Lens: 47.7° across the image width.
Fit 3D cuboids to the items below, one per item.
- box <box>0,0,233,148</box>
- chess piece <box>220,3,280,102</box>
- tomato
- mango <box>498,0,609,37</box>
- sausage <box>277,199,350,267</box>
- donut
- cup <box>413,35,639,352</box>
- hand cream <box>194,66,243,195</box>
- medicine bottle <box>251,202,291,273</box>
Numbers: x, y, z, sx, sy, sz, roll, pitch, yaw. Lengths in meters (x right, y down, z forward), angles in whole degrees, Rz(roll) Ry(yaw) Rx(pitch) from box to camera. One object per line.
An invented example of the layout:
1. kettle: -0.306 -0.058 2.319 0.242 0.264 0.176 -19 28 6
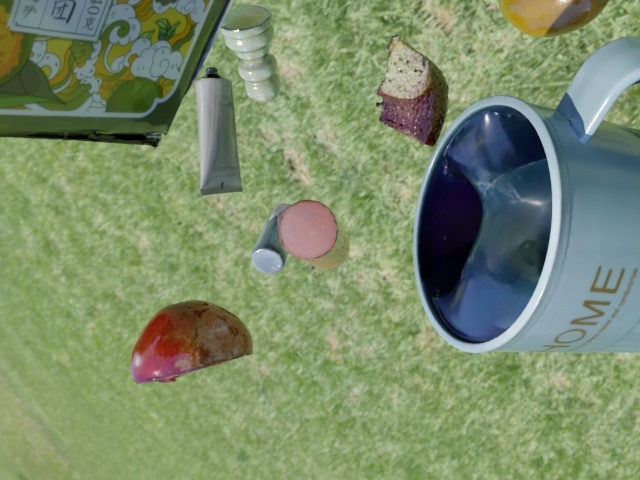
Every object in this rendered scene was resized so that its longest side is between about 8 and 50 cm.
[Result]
1. box: -0.207 -0.280 0.560 0.138 0.373 0.420 40 114 23
2. chess piece: -0.166 -0.462 1.853 0.133 0.133 0.243 30 148 36
3. tomato: -0.246 0.183 1.370 0.200 0.233 0.140 -16 86 38
4. mango: 0.396 -0.422 1.234 0.221 0.120 0.152 -11 77 55
5. sausage: 0.000 0.000 0.967 0.074 0.074 0.274 46 180 9
6. donut: 0.191 -0.286 1.418 0.126 0.144 0.187 45 123 45
7. cup: 0.304 -0.036 0.791 0.256 0.311 0.332 -150 68 -66
8. hand cream: -0.153 -0.162 1.074 0.054 0.087 0.186 1 97 38
9. medicine bottle: -0.104 -0.011 1.748 0.083 0.203 0.084 7 129 9
